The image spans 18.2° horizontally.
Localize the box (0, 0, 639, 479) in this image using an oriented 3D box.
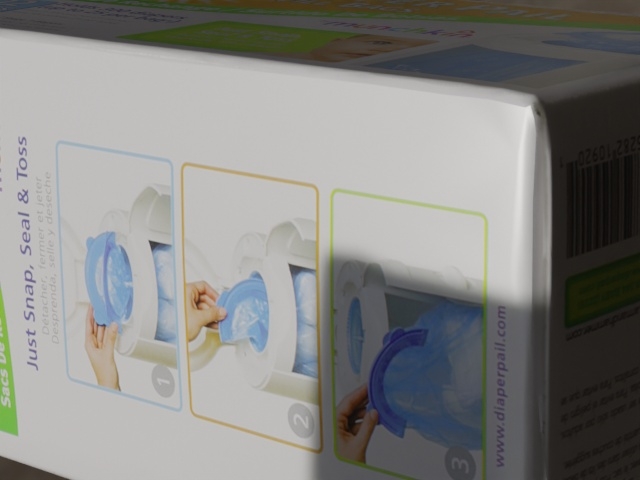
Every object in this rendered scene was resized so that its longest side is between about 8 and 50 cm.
[{"bbox_3d":[0.000,0.000,0.457,0.203,0.103,0.114,11,18,40],"label":"box"}]
